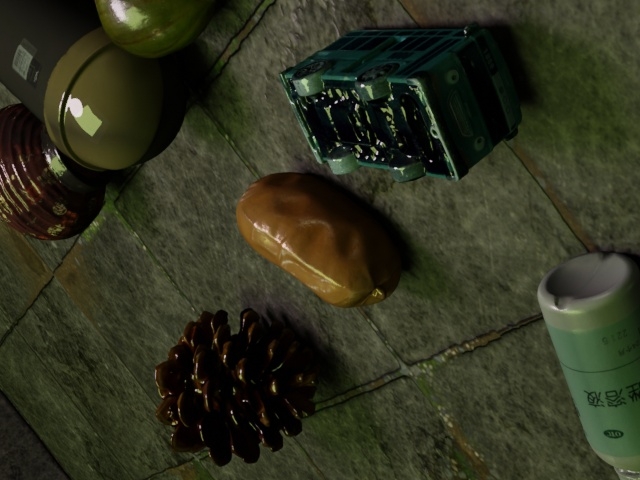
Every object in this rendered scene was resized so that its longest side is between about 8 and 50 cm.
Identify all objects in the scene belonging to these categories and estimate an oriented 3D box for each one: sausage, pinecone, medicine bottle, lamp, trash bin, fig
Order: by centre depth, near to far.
[{"bbox_3d":[0.338,0.183,1.343,0.110,0.110,0.352,10,131,50],"label":"medicine bottle"},{"bbox_3d":[-0.160,-0.315,1.528,0.259,0.151,0.151,-9,119,27],"label":"fig"},{"bbox_3d":[0.000,0.000,1.606,0.241,0.136,0.120,33,140,22],"label":"sausage"},{"bbox_3d":[-0.320,-0.226,1.728,0.334,0.214,0.214,35,147,38],"label":"trash bin"},{"bbox_3d":[-0.123,0.224,1.922,0.264,0.264,0.264,35,147,27],"label":"pinecone"},{"bbox_3d":[-0.466,-0.113,2.037,0.247,0.247,0.247,35,147,27],"label":"lamp"}]

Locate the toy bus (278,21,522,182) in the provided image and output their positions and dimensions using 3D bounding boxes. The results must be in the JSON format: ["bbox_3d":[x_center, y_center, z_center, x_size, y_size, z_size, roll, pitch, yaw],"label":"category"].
[{"bbox_3d":[0.086,-0.150,1.293,0.256,0.147,0.128,13,134,55],"label":"toy bus"}]
